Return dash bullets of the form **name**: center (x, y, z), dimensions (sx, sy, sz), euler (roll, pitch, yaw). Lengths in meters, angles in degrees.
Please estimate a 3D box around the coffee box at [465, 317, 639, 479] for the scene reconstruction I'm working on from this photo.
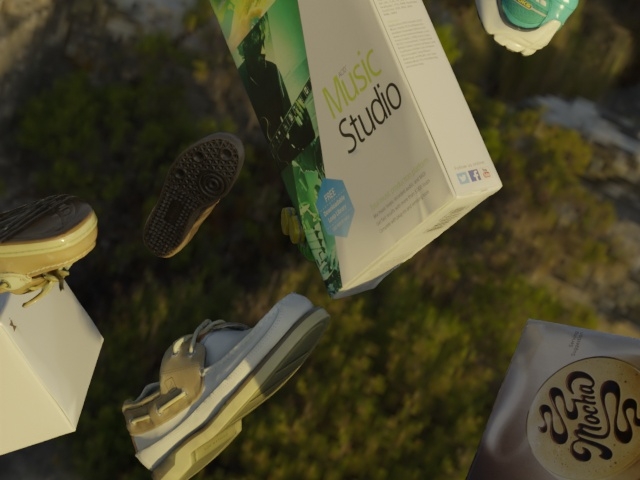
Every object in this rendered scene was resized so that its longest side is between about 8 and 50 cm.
- **coffee box**: center (0.204, 0.226, 1.348), dimensions (0.168, 0.119, 0.297), euler (11, 58, 27)

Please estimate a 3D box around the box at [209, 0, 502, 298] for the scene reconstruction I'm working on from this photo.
- **box**: center (0.020, -0.138, 1.486), dimensions (0.058, 0.232, 0.322), euler (-12, 73, -32)

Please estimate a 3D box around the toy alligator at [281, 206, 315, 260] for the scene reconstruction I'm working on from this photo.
- **toy alligator**: center (0.000, 0.000, 1.696), dimensions (0.056, 0.051, 0.189), euler (-4, 14, -13)

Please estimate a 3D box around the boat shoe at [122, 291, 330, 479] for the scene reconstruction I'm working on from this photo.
- **boat shoe**: center (-0.106, 0.133, 1.646), dimensions (0.103, 0.302, 0.113), euler (50, 39, 9)

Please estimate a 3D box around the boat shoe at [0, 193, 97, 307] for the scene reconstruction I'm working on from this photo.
- **boat shoe**: center (-0.308, 0.020, 1.728), dimensions (0.104, 0.089, 0.285), euler (-36, 17, -35)

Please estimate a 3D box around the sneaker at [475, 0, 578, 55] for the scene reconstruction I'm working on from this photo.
- **sneaker**: center (0.227, -0.333, 1.911), dimensions (0.107, 0.110, 0.275), euler (16, 47, -38)

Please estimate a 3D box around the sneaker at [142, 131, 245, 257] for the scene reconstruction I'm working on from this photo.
- **sneaker**: center (-0.134, -0.062, 1.840), dimensions (0.066, 0.188, 0.071), euler (38, 37, -4)

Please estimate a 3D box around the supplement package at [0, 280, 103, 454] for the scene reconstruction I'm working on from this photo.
- **supplement package**: center (-0.432, 0.148, 1.978), dimensions (0.292, 0.175, 0.177), euler (-19, 30, 18)
